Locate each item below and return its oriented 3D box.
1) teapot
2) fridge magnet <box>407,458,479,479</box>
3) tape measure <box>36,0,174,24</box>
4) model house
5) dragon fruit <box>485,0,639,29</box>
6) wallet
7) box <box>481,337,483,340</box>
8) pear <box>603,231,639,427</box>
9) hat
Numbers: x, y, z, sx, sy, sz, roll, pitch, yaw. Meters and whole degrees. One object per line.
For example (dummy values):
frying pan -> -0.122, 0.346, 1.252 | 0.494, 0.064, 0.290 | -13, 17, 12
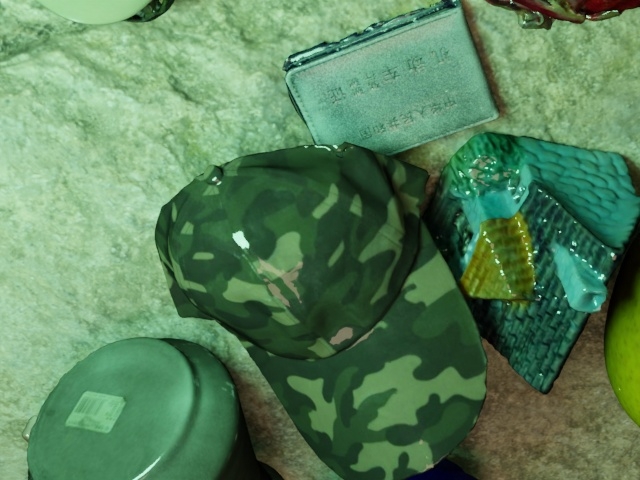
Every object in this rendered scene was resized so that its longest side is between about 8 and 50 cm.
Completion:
teapot -> -0.231, 0.330, 1.521 | 0.376, 0.306, 0.362 | 4, 142, 32
fridge magnet -> 0.130, 0.409, 1.661 | 0.265, 0.113, 0.265 | -4, 139, -4
tape measure -> -0.202, -0.343, 1.067 | 0.231, 0.133, 0.271 | 34, 117, -24
model house -> 0.249, 0.047, 1.316 | 0.226, 0.241, 0.261 | 7, 128, -10
dragon fruit -> 0.232, -0.347, 0.965 | 0.329, 0.329, 0.329 | -1, 128, -1
wallet -> 0.081, -0.171, 1.266 | 0.222, 0.036, 0.167 | -18, 126, 12
box -> 0.120, 0.186, 1.546 | 0.142, 0.044, 0.285 | 18, 125, -10
pear -> 0.447, 0.098, 1.332 | 0.191, 0.340, 0.386 | 9, 159, 17
hat -> -0.001, 0.097, 1.263 | 0.366, 0.382, 0.257 | -35, 156, 23
